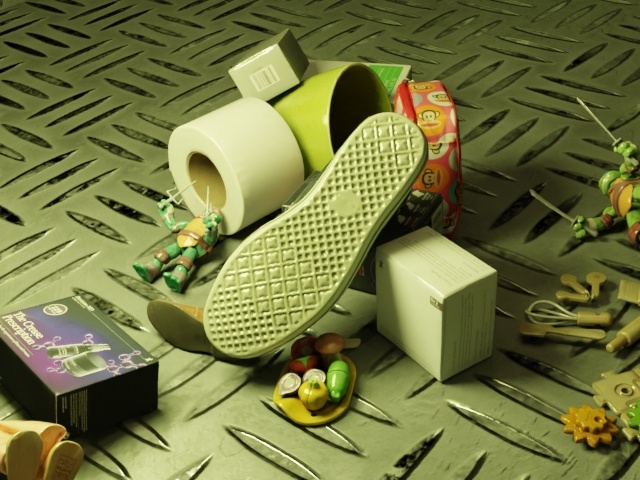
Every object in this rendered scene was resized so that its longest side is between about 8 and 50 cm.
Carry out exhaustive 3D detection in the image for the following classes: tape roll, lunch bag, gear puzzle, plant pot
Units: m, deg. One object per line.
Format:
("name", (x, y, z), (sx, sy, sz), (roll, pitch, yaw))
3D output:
("tape roll", (-0.174, -0.154, 2.009), (0.169, 0.246, 0.246), (-30, 41, -33))
("lunch bag", (0.208, -0.168, 1.942), (0.120, 0.293, 0.258), (-3, 30, 0))
("gear puzzle", (0.523, 0.239, 1.515), (0.339, 0.044, 0.175), (-14, 35, -14))
("plant pot", (-0.030, -0.234, 2.129), (0.294, 0.274, 0.275), (-1, 31, 34))

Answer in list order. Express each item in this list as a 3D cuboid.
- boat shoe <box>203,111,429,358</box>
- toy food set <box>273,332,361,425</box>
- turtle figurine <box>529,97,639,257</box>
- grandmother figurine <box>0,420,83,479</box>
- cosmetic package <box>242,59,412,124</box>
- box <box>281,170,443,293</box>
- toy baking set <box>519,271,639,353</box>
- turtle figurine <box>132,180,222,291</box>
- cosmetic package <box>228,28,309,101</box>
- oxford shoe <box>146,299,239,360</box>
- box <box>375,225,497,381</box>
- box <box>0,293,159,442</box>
("boat shoe", (0.000, 0.000, 1.652), (0.187, 0.156, 0.500), (39, 84, 9))
("toy food set", (-0.007, 0.205, 1.605), (0.128, 0.071, 0.218), (2, 34, 10))
("turtle figurine", (0.553, -0.081, 1.848), (0.198, 0.275, 0.266), (-45, 29, 7))
("grandmother figurine", (-0.488, 0.294, 1.446), (0.342, 0.208, 0.104), (5, 63, 43))
("cosmetic package", (0.021, -0.320, 2.316), (0.366, 0.155, 0.197), (6, 38, 14))
("box", (0.082, -0.011, 1.833), (0.270, 0.165, 0.143), (13, 38, 23))
("toy baking set", (0.473, 0.131, 1.702), (0.197, 0.030, 0.256), (23, 42, 39))
("turtle figurine", (-0.256, -0.012, 1.911), (0.175, 0.118, 0.234), (3, 51, 43))
("cosmetic package", (-0.107, -0.377, 2.120), (0.127, 0.107, 0.238), (-28, 18, 12))
("oxford shoe", (-0.210, 0.152, 1.722), (0.212, 0.076, 0.076), (20, 25, 19))
("box", (0.191, 0.103, 1.636), (0.119, 0.181, 0.181), (-22, 38, -27))
("box", (-0.412, 0.203, 1.602), (0.184, 0.103, 0.261), (-13, 31, -40))
